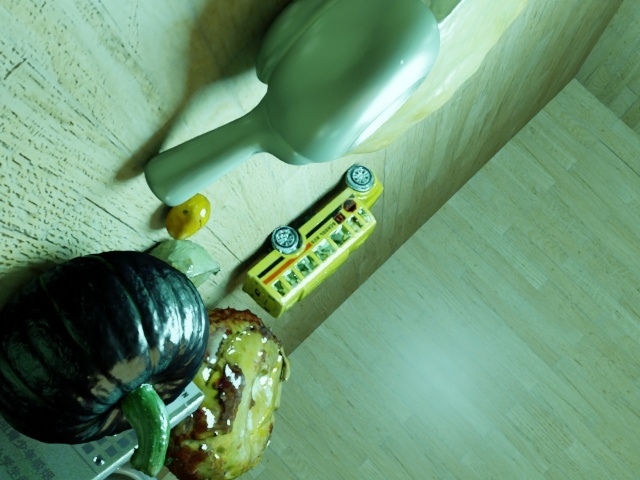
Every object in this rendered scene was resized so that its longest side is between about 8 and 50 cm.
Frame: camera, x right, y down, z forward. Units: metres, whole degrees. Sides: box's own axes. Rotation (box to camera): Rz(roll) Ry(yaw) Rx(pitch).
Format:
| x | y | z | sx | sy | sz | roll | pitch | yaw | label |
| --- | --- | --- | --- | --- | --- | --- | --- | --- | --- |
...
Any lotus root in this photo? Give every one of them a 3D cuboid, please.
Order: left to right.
| x | y | z | sx | sy | sz | roll | pitch | yaw | label |
| --- | --- | --- | --- | --- | --- | --- | --- | --- | --- |
| -0.213 | 0.049 | 1.091 | 0.143 | 0.070 | 0.144 | -38 | 173 | -6 | lotus root |

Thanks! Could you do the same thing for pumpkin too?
| x | y | z | sx | sy | sz | roll | pitch | yaw | label |
| --- | --- | --- | --- | --- | --- | --- | --- | --- | --- |
| -0.225 | 0.141 | 0.899 | 0.248 | 0.248 | 0.248 | -43 | 170 | -10 | pumpkin |

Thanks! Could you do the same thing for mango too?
| x | y | z | sx | sy | sz | roll | pitch | yaw | label |
| --- | --- | --- | --- | --- | --- | --- | --- | --- | --- |
| -0.166 | -0.027 | 1.032 | 0.060 | 0.046 | 0.089 | -40 | 173 | -26 | mango |

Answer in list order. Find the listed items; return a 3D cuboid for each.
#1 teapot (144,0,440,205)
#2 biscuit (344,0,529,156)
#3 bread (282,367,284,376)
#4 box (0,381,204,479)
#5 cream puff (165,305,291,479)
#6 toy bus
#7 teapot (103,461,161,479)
| x | y | z | sx | sy | sz | roll | pitch | yaw | label |
| --- | --- | --- | --- | --- | --- | --- | --- | --- | --- |
| -0.023 | -0.145 | 0.838 | 0.318 | 0.149 | 0.220 | -42 | 176 | -21 | teapot |
| 0.161 | -0.271 | 1.189 | 0.429 | 0.104 | 0.446 | -48 | 169 | 14 | biscuit |
| -0.235 | 0.335 | 1.814 | 0.251 | 0.208 | 0.376 | -46 | 175 | 32 | bread |
| -0.319 | 0.226 | 1.057 | 0.325 | 0.180 | 0.047 | -32 | 163 | -49 | box |
| -0.207 | 0.277 | 1.508 | 0.350 | 0.228 | 0.350 | 10 | 90 | -74 | cream puff |
| 0.000 | 0.000 | 1.580 | 0.335 | 0.123 | 0.121 | -40 | 169 | -22 | toy bus |
| -0.516 | 0.668 | 1.969 | 0.280 | 0.252 | 0.424 | -1 | 129 | -19 | teapot |
